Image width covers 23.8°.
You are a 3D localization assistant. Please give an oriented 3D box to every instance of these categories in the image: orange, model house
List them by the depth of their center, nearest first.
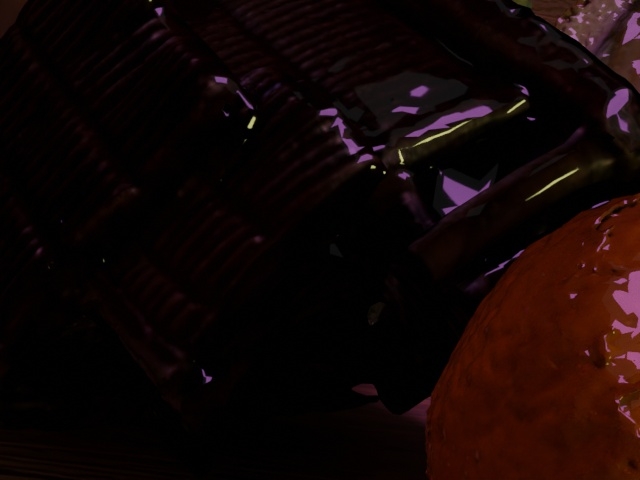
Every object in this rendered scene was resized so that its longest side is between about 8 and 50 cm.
[{"bbox_3d":[0.129,0.078,0.501,0.193,0.161,0.193,12,42,-11],"label":"orange"},{"bbox_3d":[-0.044,0.024,0.706,0.283,0.297,0.317,-21,44,-20],"label":"model house"}]

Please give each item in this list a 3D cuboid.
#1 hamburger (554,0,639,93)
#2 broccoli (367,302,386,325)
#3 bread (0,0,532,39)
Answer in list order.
[{"bbox_3d":[0.228,-0.017,1.067,0.162,0.330,0.209,6,-36,33],"label":"hamburger"},{"bbox_3d":[0.018,-0.012,1.089,0.199,0.177,0.275,21,27,31],"label":"broccoli"},{"bbox_3d":[-0.065,-0.140,0.930,0.300,0.341,0.210,18,38,-57],"label":"bread"}]
